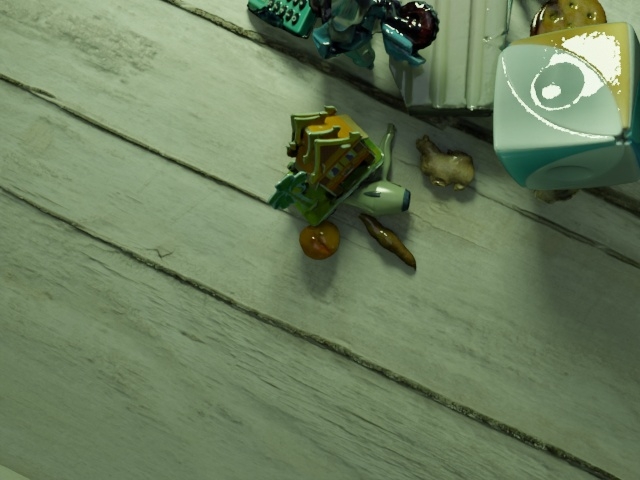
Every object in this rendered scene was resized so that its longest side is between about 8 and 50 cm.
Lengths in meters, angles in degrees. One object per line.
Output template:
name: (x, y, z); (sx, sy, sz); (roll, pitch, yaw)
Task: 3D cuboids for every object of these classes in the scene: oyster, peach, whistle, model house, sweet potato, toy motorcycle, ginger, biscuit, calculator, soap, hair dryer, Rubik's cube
oyster: (0.810, -0.260, 1.746); (0.166, 0.110, 0.342); (25, 102, 14)
peach: (0.000, 0.000, 1.867); (0.137, 0.138, 0.138); (1, 97, 7)
whistle: (0.089, -0.645, 1.747); (0.186, 0.093, 0.274); (-40, 120, 2)
model house: (-0.039, -0.256, 1.724); (0.357, 0.312, 0.243); (-43, 59, 11)
sweet potato: (0.231, 0.004, 1.874); (0.274, 0.067, 0.067); (44, 100, -5)
toy motorcycle: (0.131, -0.600, 1.595); (0.415, 0.172, 0.232); (26, 124, 20)
ginger: (0.391, -0.245, 1.816); (0.213, 0.074, 0.138); (25, 90, -1)
biscuit: (0.760, -0.648, 1.723); (0.220, 0.066, 0.221); (1, 97, 8)
calculator: (-0.097, -0.788, 1.750); (0.274, 0.058, 0.249); (41, 114, 25)
soap: (0.377, -0.599, 1.701); (0.349, 0.213, 0.436); (0, 97, 8)
hair dryer: (0.134, -0.213, 1.854); (0.295, 0.119, 0.299); (-12, 80, 12)
Rubik's cube: (0.694, -0.350, 1.548); (0.351, 0.351, 0.348); (1, 77, 33)

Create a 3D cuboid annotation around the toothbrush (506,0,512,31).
toothbrush: (0.593, -0.742, 1.759); (0.014, 0.011, 0.167); (7, 98, 12)
